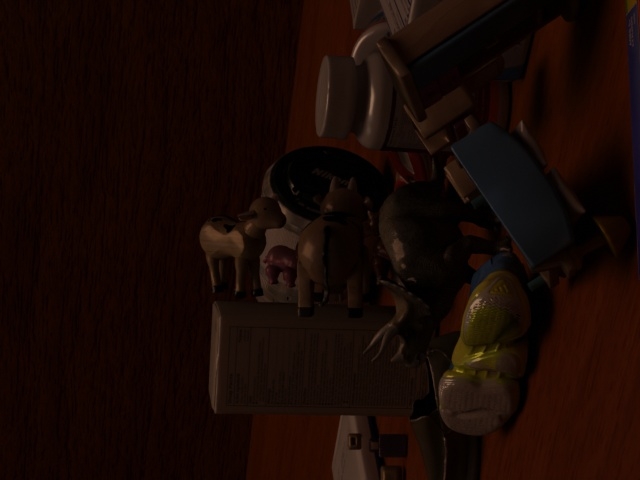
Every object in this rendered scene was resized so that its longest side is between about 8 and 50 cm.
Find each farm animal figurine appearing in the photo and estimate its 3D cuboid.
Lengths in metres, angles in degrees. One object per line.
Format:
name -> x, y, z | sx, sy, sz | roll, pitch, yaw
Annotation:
farm animal figurine -> 0.000, 0.000, 1.900 | 0.327, 0.330, 0.172 | -132, 40, -77

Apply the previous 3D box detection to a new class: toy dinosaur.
toy dinosaur -> 0.134, -0.006, 1.624 | 0.121, 0.160, 0.313 | 109, 162, -58

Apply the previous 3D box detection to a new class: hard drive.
hard drive -> 0.066, 0.423, 2.279 | 0.318, 0.040, 0.210 | -100, 16, -57

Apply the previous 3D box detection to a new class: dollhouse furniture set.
dollhouse furniture set -> 0.090, 0.355, 2.070 | 0.081, 0.091, 0.114 | 51, -142, -80
dollhouse furniture set -> 0.233, -0.096, 1.348 | 0.303, 0.198, 0.286 | 58, -177, 18

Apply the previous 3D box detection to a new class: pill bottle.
pill bottle -> 0.110, -0.167, 1.641 | 0.121, 0.221, 0.121 | -176, 90, -81
pill bottle -> 0.123, -0.266, 1.800 | 0.221, 0.124, 0.124 | -58, -20, -59

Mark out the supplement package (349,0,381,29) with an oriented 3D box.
supplement package -> 0.113, -0.429, 2.111 | 0.179, 0.105, 0.105 | 102, 168, -46

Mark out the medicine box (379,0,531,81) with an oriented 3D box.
medicine box -> 0.169, -0.374, 1.585 | 0.263, 0.149, 0.289 | -100, 16, -57

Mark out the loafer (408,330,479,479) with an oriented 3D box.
loafer -> 0.149, 0.229, 1.667 | 0.094, 0.087, 0.251 | -140, 54, -79

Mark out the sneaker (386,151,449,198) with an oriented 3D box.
sneaker -> 0.163, -0.113, 1.835 | 0.128, 0.087, 0.221 | -51, -25, -18

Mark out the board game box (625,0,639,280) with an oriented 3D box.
board game box -> 0.295, -0.146, 1.019 | 0.213, 0.046, 0.317 | 122, 150, -70

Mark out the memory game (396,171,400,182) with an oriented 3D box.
memory game -> 0.140, -0.161, 2.127 | 0.186, 0.012, 0.186 | -176, 90, -81

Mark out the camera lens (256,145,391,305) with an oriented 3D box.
camera lens -> -0.003, -0.008, 2.313 | 0.219, 0.219, 0.274 | -96, 13, -46

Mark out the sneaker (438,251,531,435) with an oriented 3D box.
sneaker -> 0.195, 0.111, 1.506 | 0.126, 0.091, 0.240 | -69, -6, -45

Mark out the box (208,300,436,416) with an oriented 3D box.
box -> -0.001, 0.168, 1.923 | 0.121, 0.311, 0.148 | -131, 45, -78
